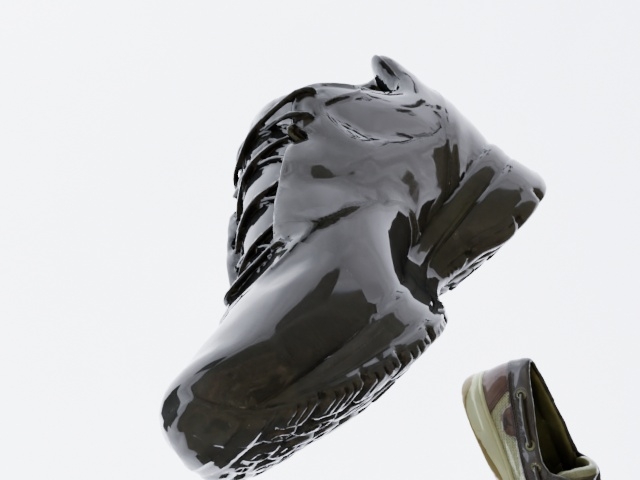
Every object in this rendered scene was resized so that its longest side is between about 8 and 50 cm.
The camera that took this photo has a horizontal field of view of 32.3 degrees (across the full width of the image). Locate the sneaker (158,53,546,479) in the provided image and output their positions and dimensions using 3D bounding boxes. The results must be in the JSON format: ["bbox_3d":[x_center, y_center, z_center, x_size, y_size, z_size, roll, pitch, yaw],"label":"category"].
[{"bbox_3d":[0.000,0.000,0.496,0.130,0.109,0.286,48,-147,-1],"label":"sneaker"}]

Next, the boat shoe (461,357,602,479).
[{"bbox_3d":[0.197,0.203,0.923,0.080,0.073,0.224,-14,-106,-53],"label":"boat shoe"}]
